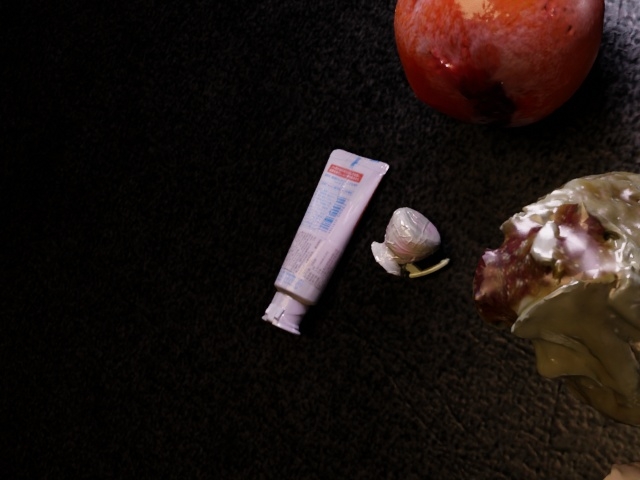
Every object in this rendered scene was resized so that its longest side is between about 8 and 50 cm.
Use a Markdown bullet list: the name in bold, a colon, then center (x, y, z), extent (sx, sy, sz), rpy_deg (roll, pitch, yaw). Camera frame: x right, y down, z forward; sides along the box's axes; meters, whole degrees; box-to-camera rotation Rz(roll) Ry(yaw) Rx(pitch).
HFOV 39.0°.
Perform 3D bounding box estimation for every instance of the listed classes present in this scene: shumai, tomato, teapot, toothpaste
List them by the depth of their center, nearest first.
- **shumai**: center (0.257, 0.033, 0.796), extent (0.189, 0.218, 0.256), rpy_deg (-37, 55, 31)
- **tomato**: center (0.177, -0.211, 0.919), extent (0.208, 0.208, 0.184), rpy_deg (19, 88, 39)
- **teapot**: center (0.102, 0.010, 1.021), extent (0.083, 0.064, 0.064), rpy_deg (43, 116, 4)
- **toothpaste**: center (0.000, 0.000, 1.105), extent (0.089, 0.057, 0.234), rpy_deg (22, 86, 37)

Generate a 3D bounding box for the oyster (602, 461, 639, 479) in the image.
- **oyster**: center (0.313, 0.309, 0.751), extent (0.275, 0.100, 0.271), rpy_deg (-39, 55, 38)
